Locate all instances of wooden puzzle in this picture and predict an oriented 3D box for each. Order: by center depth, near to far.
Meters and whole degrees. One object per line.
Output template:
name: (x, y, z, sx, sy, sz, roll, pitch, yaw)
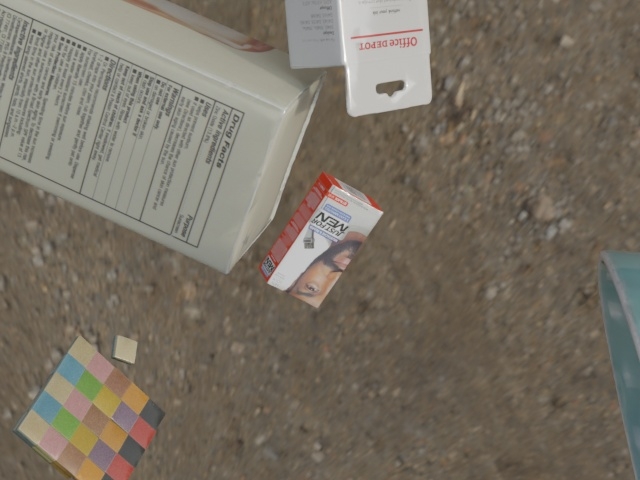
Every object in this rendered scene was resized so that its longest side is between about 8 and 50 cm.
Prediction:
wooden puzzle: (-0.090, 0.072, 0.554, 0.049, 0.006, 0.083, 45, 46, -18)

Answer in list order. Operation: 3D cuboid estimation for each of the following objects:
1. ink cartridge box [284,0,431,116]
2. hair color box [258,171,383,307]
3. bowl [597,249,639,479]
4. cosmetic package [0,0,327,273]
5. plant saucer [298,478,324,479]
ink cartridge box: (0.027, -0.188, 1.073, 0.104, 0.060, 0.180, -14, 104, -45)
hair color box: (0.000, 0.000, 1.964, 0.093, 0.053, 0.167, 27, 105, -28)
bowl: (0.269, 0.139, 0.799, 0.163, 0.311, 0.312, -13, 75, 6)
cosmetic package: (-0.164, -0.114, 1.112, 0.296, 0.129, 0.153, 26, 116, 6)
plant saucer: (0.014, 0.213, 1.199, 0.083, 0.083, 0.013, 7, 85, -6)
